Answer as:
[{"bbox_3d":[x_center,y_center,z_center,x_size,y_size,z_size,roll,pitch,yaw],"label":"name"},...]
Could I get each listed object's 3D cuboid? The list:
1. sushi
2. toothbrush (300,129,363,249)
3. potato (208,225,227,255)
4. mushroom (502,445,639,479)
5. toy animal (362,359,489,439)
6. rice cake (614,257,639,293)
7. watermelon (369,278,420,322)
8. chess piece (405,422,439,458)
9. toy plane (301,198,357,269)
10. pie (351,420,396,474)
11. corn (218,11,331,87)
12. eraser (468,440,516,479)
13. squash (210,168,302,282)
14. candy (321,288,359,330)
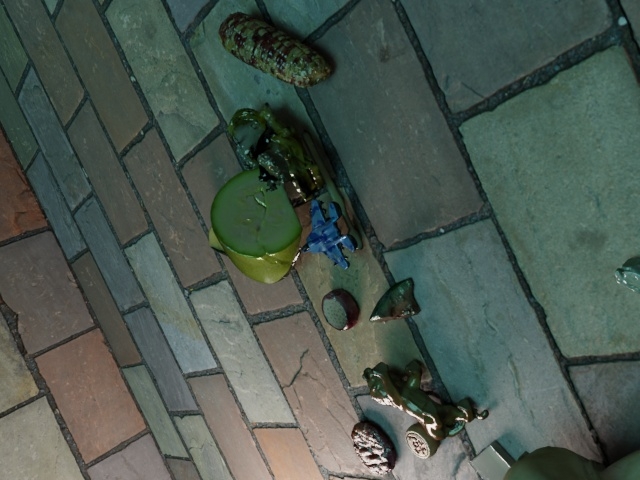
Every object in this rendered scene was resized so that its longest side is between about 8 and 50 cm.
[{"bbox_3d":[-0.110,-0.203,1.437,0.291,0.131,0.139,48,169,34],"label":"sushi"},{"bbox_3d":[0.026,-0.112,1.433,0.294,0.026,0.028,66,158,-4],"label":"toothbrush"},{"bbox_3d":[-0.256,-0.018,1.794,0.096,0.066,0.103,24,124,22],"label":"potato"},{"bbox_3d":[0.469,0.480,1.048,0.356,0.315,0.314,-13,101,52],"label":"mushroom"},{"bbox_3d":[0.216,0.362,1.454,0.312,0.097,0.157,32,145,32],"label":"toy animal"},{"bbox_3d":[0.545,0.097,0.923,0.245,0.045,0.042,34,137,33],"label":"rice cake"},{"bbox_3d":[0.146,0.155,1.415,0.080,0.101,0.155,53,153,-5],"label":"watermelon"},{"bbox_3d":[0.239,0.470,1.520,0.084,0.038,0.083,26,130,36],"label":"chess piece"},{"bbox_3d":[0.007,-0.003,1.469,0.169,0.078,0.246,64,163,4],"label":"toy plane"},{"bbox_3d":[0.135,0.542,1.688,0.155,0.036,0.154,27,129,39],"label":"pie"},{"bbox_3d":[-0.099,-0.396,1.357,0.290,0.098,0.098,34,135,27],"label":"corn"},{"bbox_3d":[0.394,0.505,1.367,0.150,0.023,0.103,47,140,20],"label":"eraser"},{"bbox_3d":[-0.143,-0.007,1.631,0.233,0.210,0.309,63,179,22],"label":"squash"},{"bbox_3d":[0.046,0.169,1.563,0.103,0.043,0.103,28,131,38],"label":"candy"}]
